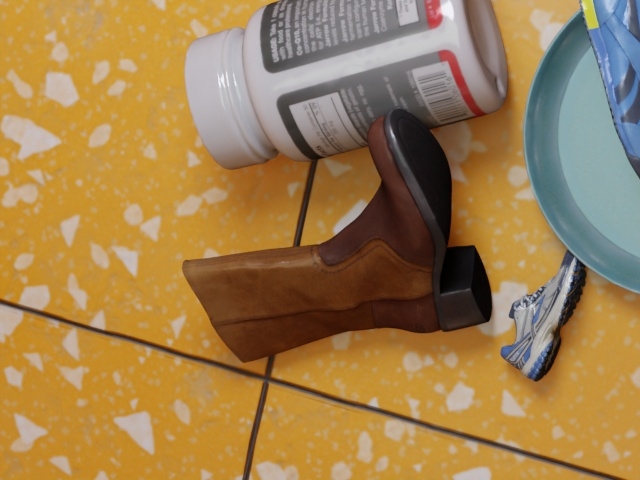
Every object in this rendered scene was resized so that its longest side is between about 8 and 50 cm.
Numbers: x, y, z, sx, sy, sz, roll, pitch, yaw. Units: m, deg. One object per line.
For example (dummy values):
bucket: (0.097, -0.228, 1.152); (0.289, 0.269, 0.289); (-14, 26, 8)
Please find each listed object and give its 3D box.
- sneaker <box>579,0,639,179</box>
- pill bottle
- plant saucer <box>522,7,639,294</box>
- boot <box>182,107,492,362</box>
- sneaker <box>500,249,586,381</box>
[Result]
sneaker: (0.300, -0.153, 1.596); (0.082, 0.069, 0.209); (-15, 89, 15)
pill bottle: (0.024, -0.168, 1.679); (0.283, 0.161, 0.161); (-14, 90, 18)
plant saucer: (0.351, -0.100, 1.641); (0.318, 0.044, 0.317); (1, 94, 18)
boot: (0.000, 0.000, 1.692); (0.281, 0.264, 0.096); (-9, 47, 19)
sneaker: (0.213, 0.067, 1.694); (0.058, 0.052, 0.135); (26, 100, 20)
